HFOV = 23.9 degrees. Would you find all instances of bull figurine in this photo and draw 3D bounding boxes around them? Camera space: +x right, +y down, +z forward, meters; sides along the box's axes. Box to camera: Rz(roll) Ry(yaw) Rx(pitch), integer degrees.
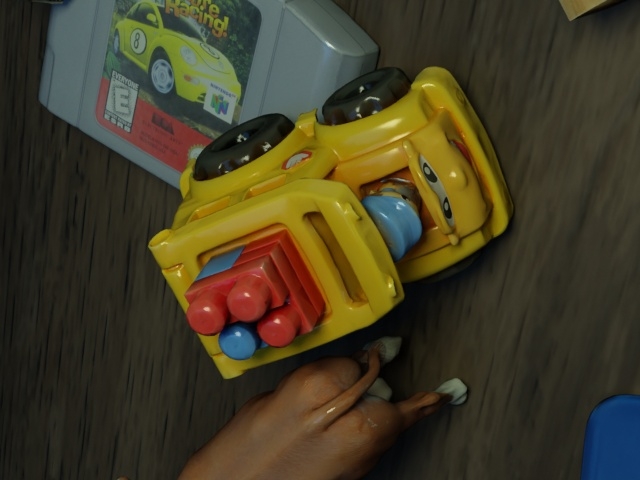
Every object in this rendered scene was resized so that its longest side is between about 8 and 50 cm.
[{"bbox_3d":[-0.036,0.167,1.127,0.310,0.188,0.101,-36,82,40],"label":"bull figurine"}]

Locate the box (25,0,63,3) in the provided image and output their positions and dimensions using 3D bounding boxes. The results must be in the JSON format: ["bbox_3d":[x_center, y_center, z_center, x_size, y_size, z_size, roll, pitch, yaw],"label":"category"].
[{"bbox_3d":[-0.196,-0.345,1.118,0.270,0.060,0.216,-48,66,32],"label":"box"}]

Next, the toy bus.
[{"bbox_3d":[0.000,0.000,0.995,0.220,0.211,0.149,-21,107,21],"label":"toy bus"}]

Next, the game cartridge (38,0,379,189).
[{"bbox_3d":[-0.096,-0.139,1.158,0.294,0.060,0.196,30,118,27],"label":"game cartridge"}]

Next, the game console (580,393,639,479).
[{"bbox_3d":[0.319,0.251,0.984,0.293,0.173,0.250,2,138,38],"label":"game console"}]

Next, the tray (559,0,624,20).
[{"bbox_3d":[0.146,-0.359,0.872,0.203,0.076,0.411,-28,87,41],"label":"tray"}]
